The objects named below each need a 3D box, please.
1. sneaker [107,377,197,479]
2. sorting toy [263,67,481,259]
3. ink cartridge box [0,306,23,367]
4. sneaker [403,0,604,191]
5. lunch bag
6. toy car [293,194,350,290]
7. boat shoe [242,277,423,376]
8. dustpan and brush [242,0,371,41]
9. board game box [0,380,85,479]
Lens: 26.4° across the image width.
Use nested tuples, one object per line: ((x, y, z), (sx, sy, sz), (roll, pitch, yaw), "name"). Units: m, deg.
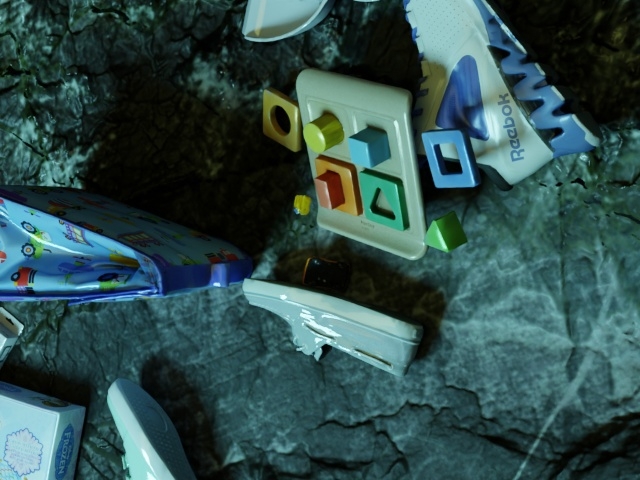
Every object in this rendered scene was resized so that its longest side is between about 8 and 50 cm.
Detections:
((-0.235, 0.308, 1.688), (0.151, 0.094, 0.255), (-31, 81, 15), "sneaker")
((0.036, -0.083, 1.526), (0.348, 0.047, 0.196), (20, 126, 45), "sorting toy")
((-0.436, 0.135, 1.813), (0.048, 0.028, 0.083), (36, 104, 19), "ink cartridge box")
((0.144, -0.177, 1.502), (0.182, 0.127, 0.315), (-40, 77, 17), "sneaker")
((-0.234, 0.016, 1.619), (0.293, 0.221, 0.138), (7, 94, 24), "lunch bag")
((0.000, 0.000, 1.608), (0.040, 0.060, 0.122), (-151, 55, -65), "toy car")
((0.005, 0.102, 1.592), (0.228, 0.079, 0.081), (17, 93, 19), "boat shoe")
((-0.007, -0.297, 1.593), (0.211, 0.060, 0.147), (14, 96, 28), "dustpan and brush")
((-0.483, 0.336, 1.816), (0.319, 0.066, 0.317), (14, 96, 23), "board game box")
